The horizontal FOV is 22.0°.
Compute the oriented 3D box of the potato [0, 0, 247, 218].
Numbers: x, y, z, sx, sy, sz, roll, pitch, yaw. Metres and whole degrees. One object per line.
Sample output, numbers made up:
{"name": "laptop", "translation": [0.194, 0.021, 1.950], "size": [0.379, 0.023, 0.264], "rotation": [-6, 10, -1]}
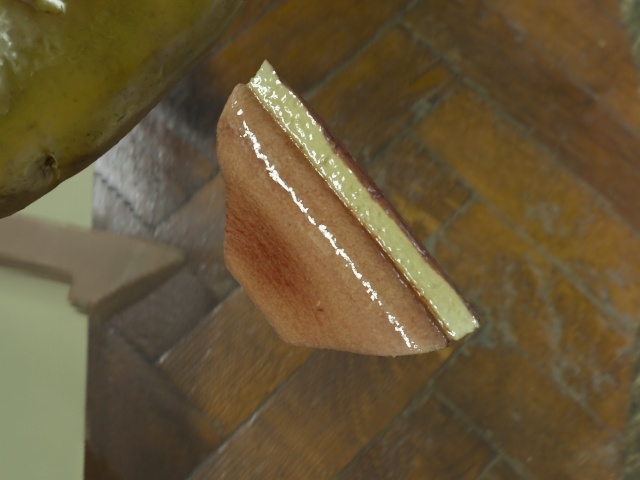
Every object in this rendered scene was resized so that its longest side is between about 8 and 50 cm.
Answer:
{"name": "potato", "translation": [-0.187, -0.151, 1.123], "size": [0.369, 0.176, 0.195], "rotation": [-36, 32, -6]}

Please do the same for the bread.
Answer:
{"name": "bread", "translation": [0.001, 0.000, 0.953], "size": [0.067, 0.119, 0.192], "rotation": [-29, 79, -38]}
